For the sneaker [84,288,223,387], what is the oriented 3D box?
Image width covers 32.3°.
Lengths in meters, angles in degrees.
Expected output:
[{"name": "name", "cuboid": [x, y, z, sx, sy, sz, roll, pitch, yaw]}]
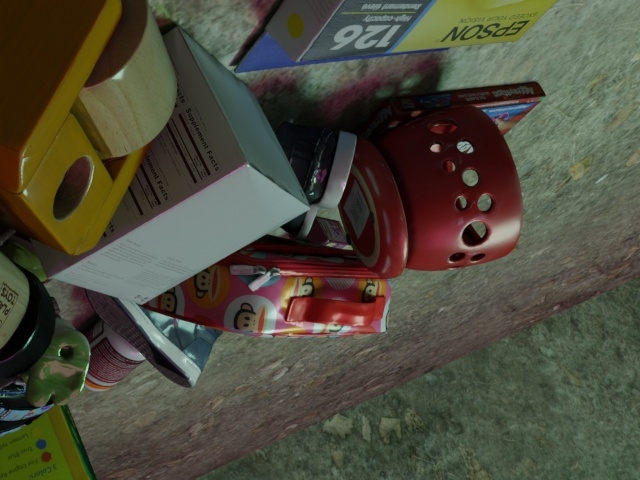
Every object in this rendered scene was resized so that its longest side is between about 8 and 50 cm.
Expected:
[{"name": "sneaker", "cuboid": [-0.201, 0.066, 1.458, 0.163, 0.086, 0.226, -58, 133, -23]}]

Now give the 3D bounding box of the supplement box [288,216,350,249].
[{"name": "supplement box", "cuboid": [0.000, 0.000, 1.613, 0.055, 0.043, 0.083, -32, 163, 19]}]

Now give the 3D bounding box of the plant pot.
[{"name": "plant pot", "cuboid": [0.121, -0.049, 1.310, 0.174, 0.191, 0.191, -17, 161, -17]}]

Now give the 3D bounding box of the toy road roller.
[{"name": "toy road roller", "cuboid": [-0.280, -0.074, 0.818, 0.329, 0.240, 0.202, -61, 170, -15]}]

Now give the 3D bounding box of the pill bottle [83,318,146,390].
[{"name": "pill bottle", "cuboid": [-0.282, 0.144, 1.553, 0.152, 0.086, 0.086, -38, 160, 35]}]

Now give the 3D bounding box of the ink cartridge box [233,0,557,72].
[{"name": "ink cartridge box", "cuboid": [0.114, -0.240, 1.039, 0.303, 0.072, 0.307, -13, 157, -37]}]

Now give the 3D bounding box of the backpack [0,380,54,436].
[{"name": "backpack", "cuboid": [-0.431, 0.193, 1.429, 0.158, 0.117, 0.173, -35, 160, 27]}]

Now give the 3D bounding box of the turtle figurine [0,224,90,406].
[{"name": "turtle figurine", "cuboid": [-0.328, 0.092, 1.030, 0.274, 0.198, 0.266, -33, -155, -13]}]

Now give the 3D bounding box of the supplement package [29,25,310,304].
[{"name": "supplement package", "cuboid": [-0.151, -0.060, 1.033, 0.203, 0.149, 0.194, -29, 164, 9]}]

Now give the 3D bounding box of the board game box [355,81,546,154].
[{"name": "board game box", "cuboid": [0.156, -0.145, 1.442, 0.281, 0.027, 0.145, -12, 159, -39]}]

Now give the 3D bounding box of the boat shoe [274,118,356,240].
[{"name": "boat shoe", "cuboid": [-0.031, -0.075, 1.276, 0.091, 0.114, 0.302, 17, 164, -7]}]

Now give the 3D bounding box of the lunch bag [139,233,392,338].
[{"name": "lunch bag", "cuboid": [-0.050, 0.059, 1.363, 0.258, 0.120, 0.293, 14, -174, 39]}]

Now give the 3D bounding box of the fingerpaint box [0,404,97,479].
[{"name": "fingerpaint box", "cuboid": [-0.538, 0.467, 1.653, 0.445, 0.371, 0.163, -24, 163, -11]}]
